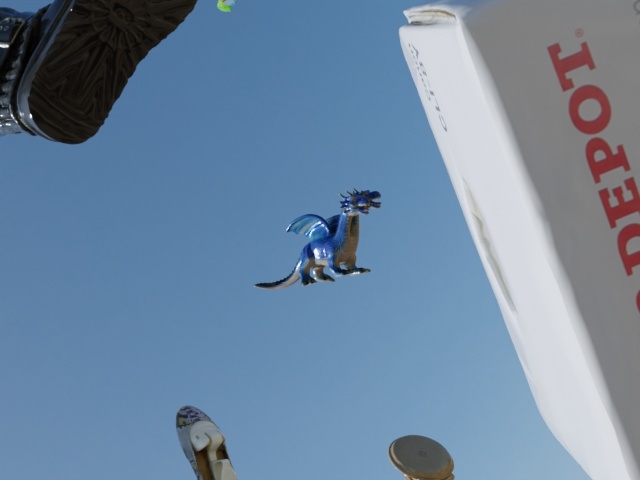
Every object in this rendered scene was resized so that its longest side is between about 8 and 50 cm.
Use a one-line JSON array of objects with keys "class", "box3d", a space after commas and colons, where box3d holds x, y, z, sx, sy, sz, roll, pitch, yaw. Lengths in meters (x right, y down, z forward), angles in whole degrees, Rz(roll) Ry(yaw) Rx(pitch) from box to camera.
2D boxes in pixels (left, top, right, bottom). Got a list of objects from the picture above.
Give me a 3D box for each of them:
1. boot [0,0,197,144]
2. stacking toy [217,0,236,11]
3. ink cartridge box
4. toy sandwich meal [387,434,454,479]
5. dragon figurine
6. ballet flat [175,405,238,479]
[{"class": "boot", "box3d": [-0.307, -0.271, 1.196, 0.131, 0.260, 0.348, 45, -109, -35]}, {"class": "stacking toy", "box3d": [-0.064, -0.442, 1.450, 0.052, 0.221, 0.167, 28, -118, -43]}, {"class": "ink cartridge box", "box3d": [0.271, -0.056, 0.481, 0.385, 0.160, 0.279, -23, -77, 2]}, {"class": "toy sandwich meal", "box3d": [0.115, 0.256, 1.102, 0.085, 0.085, 0.029, -23, -47, -49]}, {"class": "dragon figurine", "box3d": [0.000, 0.000, 1.658, 0.085, 0.289, 0.144, -5, -99, -46]}, {"class": "ballet flat", "box3d": [-0.088, 0.182, 0.804, 0.041, 0.114, 0.041, -19, -28, -10]}]
